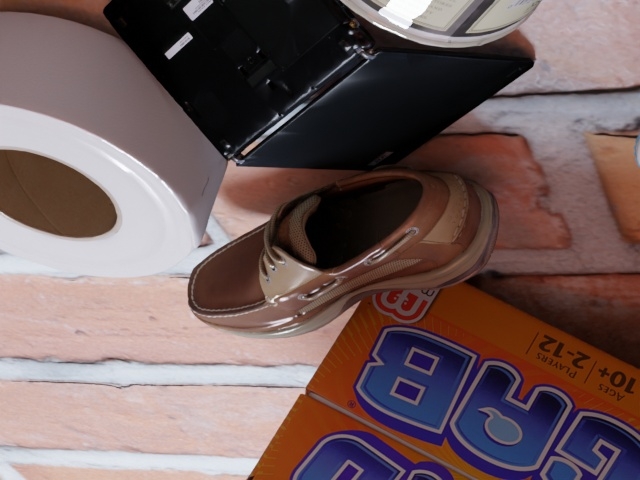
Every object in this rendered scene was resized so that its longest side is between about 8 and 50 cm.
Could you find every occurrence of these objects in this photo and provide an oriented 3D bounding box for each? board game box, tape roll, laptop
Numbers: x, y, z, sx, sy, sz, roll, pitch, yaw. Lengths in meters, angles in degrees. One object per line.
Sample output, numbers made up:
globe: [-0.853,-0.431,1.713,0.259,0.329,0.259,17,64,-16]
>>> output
board game box: [0.132,0.302,1.770,0.356,0.356,0.356,26,151,13]
tape roll: [-0.231,-0.079,1.639,0.286,0.100,0.286,13,151,8]
laptop: [-0.006,-0.166,1.493,0.264,0.136,0.234,49,142,-5]

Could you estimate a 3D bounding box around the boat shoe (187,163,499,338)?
boat shoe: [0.000,0.000,1.643,0.324,0.123,0.116,-21,148,31]

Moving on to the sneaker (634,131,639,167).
sneaker: [0.339,-0.075,1.403,0.228,0.092,0.087,-12,141,40]

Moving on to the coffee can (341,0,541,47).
coffee can: [0.117,-0.268,1.090,0.201,0.201,0.275,24,148,-14]
